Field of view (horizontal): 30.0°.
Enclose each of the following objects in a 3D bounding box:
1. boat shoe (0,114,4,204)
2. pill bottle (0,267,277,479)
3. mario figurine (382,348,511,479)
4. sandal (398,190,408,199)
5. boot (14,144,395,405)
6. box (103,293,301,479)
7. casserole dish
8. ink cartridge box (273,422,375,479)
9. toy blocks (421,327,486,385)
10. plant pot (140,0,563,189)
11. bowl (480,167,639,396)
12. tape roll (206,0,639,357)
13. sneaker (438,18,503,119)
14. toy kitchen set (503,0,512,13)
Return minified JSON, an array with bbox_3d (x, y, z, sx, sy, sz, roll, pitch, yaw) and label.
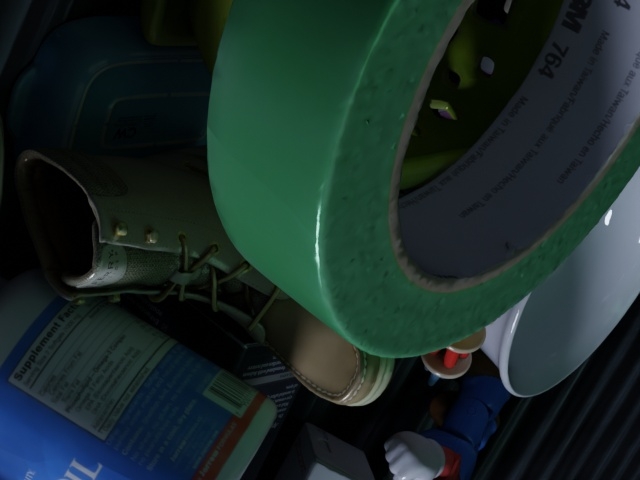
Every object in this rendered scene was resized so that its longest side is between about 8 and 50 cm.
[{"bbox_3d":[-0.260,0.064,0.575,0.132,0.130,0.355,27,101,-16],"label":"boat shoe"},{"bbox_3d":[-0.147,0.093,0.700,0.124,0.221,0.124,-59,177,-6],"label":"pill bottle"},{"bbox_3d":[0.092,0.246,1.274,0.320,0.170,0.198,-55,129,-46],"label":"mario figurine"},{"bbox_3d":[0.000,0.000,1.013,0.179,0.040,0.067,-28,138,-13],"label":"sandal"},{"bbox_3d":[-0.068,0.021,0.693,0.165,0.213,0.077,-2,134,-52],"label":"boot"},{"bbox_3d":[-0.106,0.091,0.835,0.093,0.156,0.158,-3,123,-54],"label":"box"},{"bbox_3d":[-0.113,-0.085,0.767,0.188,0.037,0.114,-10,128,-48],"label":"casserole dish"},{"bbox_3d":[-0.019,0.281,1.153,0.175,0.072,0.127,-62,-172,4],"label":"ink cartridge box"},{"bbox_3d":[0.096,0.086,1.162,0.148,0.123,0.054,108,-1,-53],"label":"toy blocks"},{"bbox_3d":[0.035,-0.178,0.708,0.227,0.207,0.228,-13,131,-48],"label":"plant pot"},{"bbox_3d":[0.237,0.007,1.243,0.298,0.134,0.298,-35,145,-30],"label":"bowl"},{"bbox_3d":[0.089,-0.094,0.590,0.321,0.077,0.321,-35,146,-28],"label":"tape roll"},{"bbox_3d":[0.195,-0.142,1.089,0.236,0.095,0.104,5,99,-59],"label":"sneaker"},{"bbox_3d":[0.190,-0.269,0.868,0.122,0.166,0.207,-18,135,-44],"label":"toy kitchen set"}]
